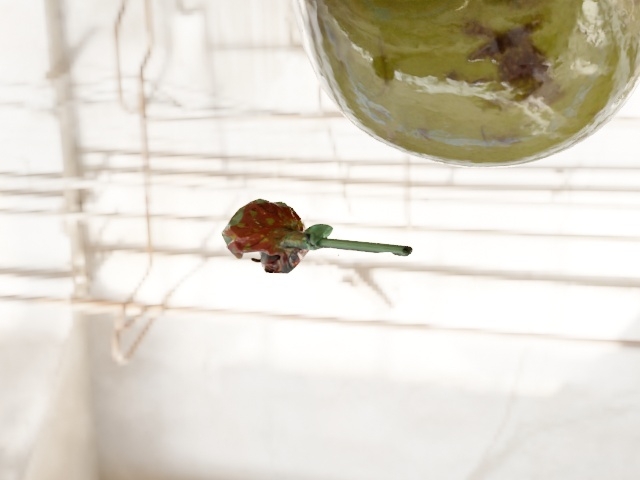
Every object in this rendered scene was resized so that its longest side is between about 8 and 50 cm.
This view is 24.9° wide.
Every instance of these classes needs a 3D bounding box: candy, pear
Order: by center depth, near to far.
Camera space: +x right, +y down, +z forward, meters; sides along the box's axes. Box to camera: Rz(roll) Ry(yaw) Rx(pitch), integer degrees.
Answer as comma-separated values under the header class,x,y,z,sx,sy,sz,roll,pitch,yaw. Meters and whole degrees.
class,x,y,z,sx,sy,sz,roll,pitch,yaw
candy,0.000,0.000,0.861,0.055,0.049,0.184,-2,-177,-31
pear,0.106,-0.186,0.984,0.283,0.284,0.283,-2,-163,1
